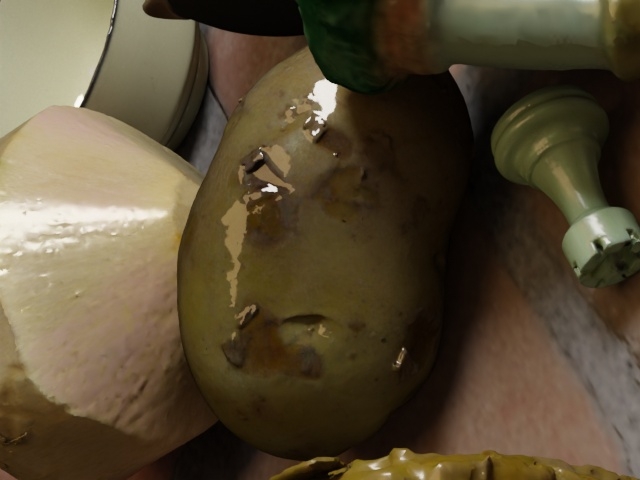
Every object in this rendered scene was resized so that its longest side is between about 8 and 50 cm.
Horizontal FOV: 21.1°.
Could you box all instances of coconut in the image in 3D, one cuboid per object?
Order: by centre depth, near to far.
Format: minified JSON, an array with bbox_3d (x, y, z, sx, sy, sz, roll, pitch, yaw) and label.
[{"bbox_3d":[-0.151,0.039,1.153,0.259,0.259,0.259,-31,50,45],"label":"coconut"}]

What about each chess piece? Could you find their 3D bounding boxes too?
[{"bbox_3d":[0.138,-0.026,0.924,0.067,0.067,0.103,-46,48,32],"label":"chess piece"}]

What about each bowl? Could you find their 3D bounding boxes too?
[{"bbox_3d":[-0.174,-0.135,1.374,0.237,0.126,0.238,-32,49,45],"label":"bowl"}]

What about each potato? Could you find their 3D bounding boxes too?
[{"bbox_3d":[0.000,0.000,1.020,0.165,0.165,0.262,9,88,57],"label":"potato"}]

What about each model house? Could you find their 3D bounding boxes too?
[{"bbox_3d":[0.170,-0.204,0.897,0.324,0.194,0.267,5,42,23],"label":"model house"}]

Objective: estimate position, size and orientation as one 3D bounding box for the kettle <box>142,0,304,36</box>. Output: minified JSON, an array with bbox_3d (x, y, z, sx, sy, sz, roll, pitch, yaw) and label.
[{"bbox_3d":[-0.006,-0.279,1.190,0.240,0.165,0.255,-4,68,25],"label":"kettle"}]

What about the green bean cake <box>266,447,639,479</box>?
[{"bbox_3d":[0.048,0.186,0.796,0.229,0.224,0.131,-29,54,48],"label":"green bean cake"}]
